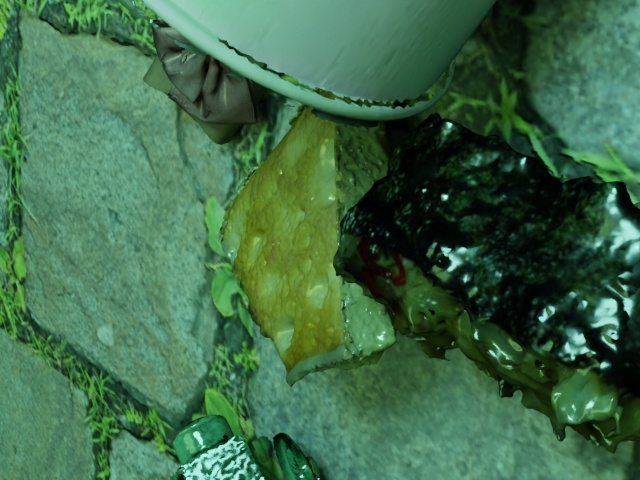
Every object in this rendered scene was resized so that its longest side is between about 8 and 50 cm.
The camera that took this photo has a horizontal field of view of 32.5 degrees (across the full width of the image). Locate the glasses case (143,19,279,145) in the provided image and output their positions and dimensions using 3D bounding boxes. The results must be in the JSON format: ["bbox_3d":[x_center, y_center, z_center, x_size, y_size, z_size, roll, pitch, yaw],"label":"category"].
[{"bbox_3d":[-0.057,-0.135,0.735,0.102,0.070,0.193,57,135,15],"label":"glasses case"}]

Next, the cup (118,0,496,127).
[{"bbox_3d":[0.037,-0.230,0.497,0.274,0.253,0.253,-47,68,36],"label":"cup"}]

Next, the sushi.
[{"bbox_3d":[0.111,0.028,0.557,0.212,0.147,0.115,31,88,39],"label":"sushi"}]

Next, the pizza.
[{"bbox_3d":[0.003,0.006,0.722,0.204,0.081,0.188,-33,55,56],"label":"pizza"}]

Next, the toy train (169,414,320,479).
[{"bbox_3d":[-0.022,0.273,0.814,0.307,0.126,0.189,60,167,14],"label":"toy train"}]
